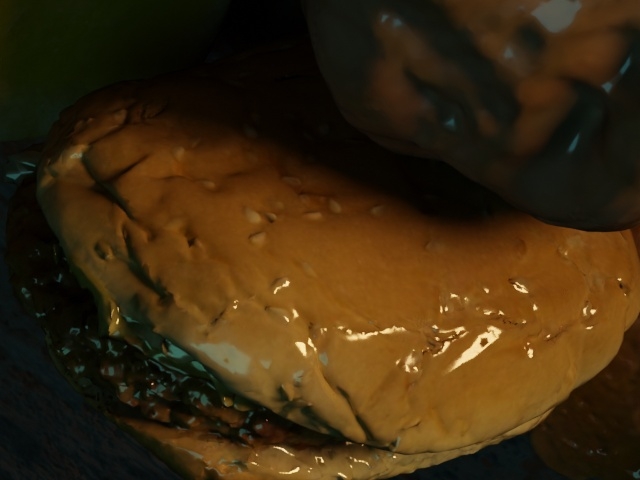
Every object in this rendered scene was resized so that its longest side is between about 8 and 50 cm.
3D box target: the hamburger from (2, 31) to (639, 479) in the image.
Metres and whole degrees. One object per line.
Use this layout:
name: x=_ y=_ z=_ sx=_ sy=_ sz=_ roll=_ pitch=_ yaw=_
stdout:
hamburger: x=0.001 y=0.000 z=0.729 sx=0.259 sy=0.283 sz=0.144 roll=48 pitch=142 yaw=31

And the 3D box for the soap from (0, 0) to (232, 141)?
soap: x=-0.112 y=-0.178 z=0.716 sx=0.315 sy=0.199 sz=0.091 roll=-59 pitch=46 yaw=41

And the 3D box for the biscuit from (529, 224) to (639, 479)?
biscuit: x=0.221 y=0.054 z=0.828 sx=0.202 sy=0.044 sz=0.288 roll=31 pitch=134 yaw=4

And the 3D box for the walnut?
walnut: x=0.125 y=-0.130 z=0.611 sx=0.273 sy=0.227 sz=0.273 roll=15 pitch=134 yaw=16
